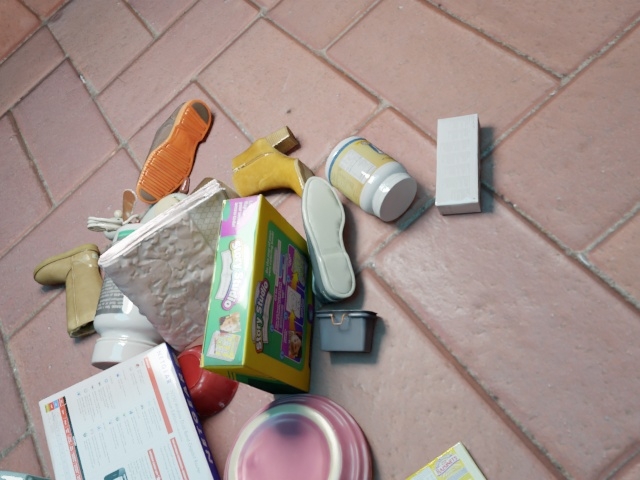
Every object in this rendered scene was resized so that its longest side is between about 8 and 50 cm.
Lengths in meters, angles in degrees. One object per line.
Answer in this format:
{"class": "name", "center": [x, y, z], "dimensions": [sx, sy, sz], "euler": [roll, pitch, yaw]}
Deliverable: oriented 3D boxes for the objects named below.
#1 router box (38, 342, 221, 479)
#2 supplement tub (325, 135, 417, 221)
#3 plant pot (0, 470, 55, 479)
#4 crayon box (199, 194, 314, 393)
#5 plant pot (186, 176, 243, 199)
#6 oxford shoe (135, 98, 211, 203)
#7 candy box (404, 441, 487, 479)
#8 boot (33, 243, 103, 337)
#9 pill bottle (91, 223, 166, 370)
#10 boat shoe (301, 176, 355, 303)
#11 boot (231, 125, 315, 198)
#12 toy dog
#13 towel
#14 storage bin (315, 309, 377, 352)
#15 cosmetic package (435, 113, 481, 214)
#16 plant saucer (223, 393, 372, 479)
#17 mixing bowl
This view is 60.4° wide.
{"class": "router box", "center": [-0.413, 0.439, 1.189], "dimensions": [0.301, 0.082, 0.336], "euler": [-24, 62, -9]}
{"class": "supplement tub", "center": [0.122, -0.151, 1.347], "dimensions": [0.144, 0.144, 0.199], "euler": [-47, 57, -2]}
{"class": "plant pot", "center": [-0.777, 0.682, 1.318], "dimensions": [0.252, 0.247, 0.248], "euler": [-21, 59, -1]}
{"class": "crayon box", "center": [-0.120, 0.133, 1.223], "dimensions": [0.106, 0.313, 0.363], "euler": [-7, 64, 21]}
{"class": "plant pot", "center": [-0.303, -0.006, 1.391], "dimensions": [0.215, 0.215, 0.230], "euler": [25, 58, 32]}
{"class": "oxford shoe", "center": [-0.469, -0.272, 1.708], "dimensions": [0.132, 0.130, 0.364], "euler": [7, 62, 46]}
{"class": "candy box", "center": [0.220, 0.495, 1.066], "dimensions": [0.206, 0.027, 0.105], "euler": [-37, 54, 5]}
{"class": "boot", "center": [-0.744, 0.164, 1.633], "dimensions": [0.236, 0.089, 0.270], "euler": [-28, 59, 11]}
{"class": "pill bottle", "center": [-0.471, 0.155, 1.440], "dimensions": [0.204, 0.204, 0.361], "euler": [-6, 64, 22]}
{"class": "boat shoe", "center": [0.000, 0.000, 1.339], "dimensions": [0.099, 0.116, 0.320], "euler": [-39, 57, 52]}
{"class": "boot", "center": [-0.133, -0.163, 1.509], "dimensions": [0.211, 0.104, 0.295], "euler": [-33, 55, 15]}
{"class": "toy dog", "center": [-0.473, -0.091, 1.566], "dimensions": [0.333, 0.220, 0.161], "euler": [0, 75, 3]}
{"class": "towel", "center": [-0.292, 0.070, 1.293], "dimensions": [0.317, 0.332, 0.053], "euler": [-36, 39, -12]}
{"class": "storage bin", "center": [0.057, 0.206, 1.245], "dimensions": [0.135, 0.098, 0.091], "euler": [-5, 75, 23]}
{"class": "cosmetic package", "center": [0.332, -0.182, 1.315], "dimensions": [0.098, 0.060, 0.239], "euler": [-4, 65, 25]}
{"class": "plant saucer", "center": [-0.062, 0.474, 1.142], "dimensions": [0.332, 0.084, 0.332], "euler": [-12, 53, 16]}
{"class": "mixing bowl", "center": [-0.298, 0.329, 1.342], "dimensions": [0.181, 0.098, 0.182], "euler": [-10, 63, 20]}
